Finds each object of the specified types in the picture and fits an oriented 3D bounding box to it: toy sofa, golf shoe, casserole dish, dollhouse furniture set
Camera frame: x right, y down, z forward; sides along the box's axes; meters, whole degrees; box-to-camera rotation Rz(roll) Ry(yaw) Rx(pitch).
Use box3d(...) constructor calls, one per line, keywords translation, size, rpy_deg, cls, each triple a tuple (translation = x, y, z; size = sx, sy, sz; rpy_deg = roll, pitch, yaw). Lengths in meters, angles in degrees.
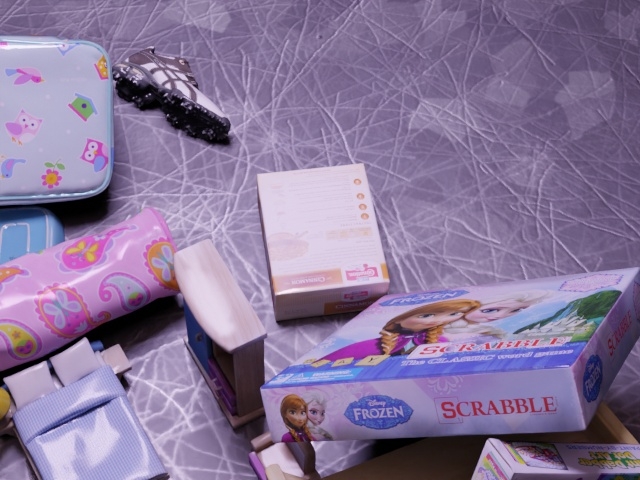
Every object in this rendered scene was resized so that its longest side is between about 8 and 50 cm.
box3d(translation=(0.136, 0.278, 1.114), size=(0.363, 0.177, 0.150), rpy_deg=(-18, 38, -14), cls="toy sofa")
box3d(translation=(-0.195, -0.214, 1.515), size=(0.198, 0.077, 0.094), rpy_deg=(31, 60, 16), cls="golf shoe")
box3d(translation=(-0.385, 0.025, 1.372), size=(0.114, 0.037, 0.188), rpy_deg=(-3, 57, -4), cls="casserole dish")
box3d(translation=(-0.198, 0.196, 1.169), size=(0.303, 0.198, 0.286), rpy_deg=(-25, 60, -17), cls="dollhouse furniture set")

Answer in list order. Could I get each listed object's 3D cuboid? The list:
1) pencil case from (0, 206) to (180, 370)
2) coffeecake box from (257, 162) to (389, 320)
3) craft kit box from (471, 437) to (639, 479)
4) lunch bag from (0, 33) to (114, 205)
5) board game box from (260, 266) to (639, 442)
box3d(translation=(-0.299, 0.061, 1.285), size=(0.284, 0.124, 0.124), rpy_deg=(-25, 60, -26), cls="pencil case")
box3d(translation=(0.000, 0.000, 1.382), size=(0.142, 0.068, 0.185), rpy_deg=(-6, 57, -6), cls="coffeecake box")
box3d(translation=(0.232, 0.305, 1.041), size=(0.247, 0.249, 0.061), rpy_deg=(6, 24, -23), cls="craft kit box")
box3d(translation=(-0.404, -0.148, 1.376), size=(0.279, 0.224, 0.108), rpy_deg=(-2, 13, -14), cls="lunch bag")
box3d(translation=(0.152, 0.115, 1.130), size=(0.319, 0.065, 0.318), rpy_deg=(-8, 10, 28), cls="board game box")
